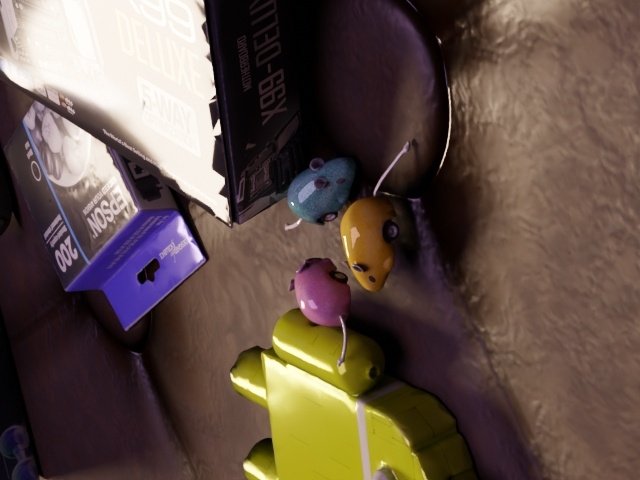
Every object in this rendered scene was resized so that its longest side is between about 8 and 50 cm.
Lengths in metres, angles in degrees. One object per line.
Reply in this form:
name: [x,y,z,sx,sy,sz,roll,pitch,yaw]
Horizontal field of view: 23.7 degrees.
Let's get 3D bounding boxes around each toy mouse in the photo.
toy mouse: [0.000,0.000,1.045,0.143,0.031,0.161,22,108,56]

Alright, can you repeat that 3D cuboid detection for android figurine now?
android figurine: [0.027,0.174,1.115,0.273,0.056,0.248,25,127,50]

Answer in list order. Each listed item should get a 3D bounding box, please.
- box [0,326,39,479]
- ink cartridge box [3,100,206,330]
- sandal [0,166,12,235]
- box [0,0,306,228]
box: [-0.553,0.187,1.667,0.212,0.395,0.293,11,117,53]
ink cartridge box: [-0.196,-0.035,1.338,0.208,0.045,0.206,63,147,8]
sandal: [-0.403,-0.131,1.534,0.086,0.120,0.303,10,117,69]
box: [-0.144,-0.180,1.090,0.307,0.076,0.242,32,142,36]
